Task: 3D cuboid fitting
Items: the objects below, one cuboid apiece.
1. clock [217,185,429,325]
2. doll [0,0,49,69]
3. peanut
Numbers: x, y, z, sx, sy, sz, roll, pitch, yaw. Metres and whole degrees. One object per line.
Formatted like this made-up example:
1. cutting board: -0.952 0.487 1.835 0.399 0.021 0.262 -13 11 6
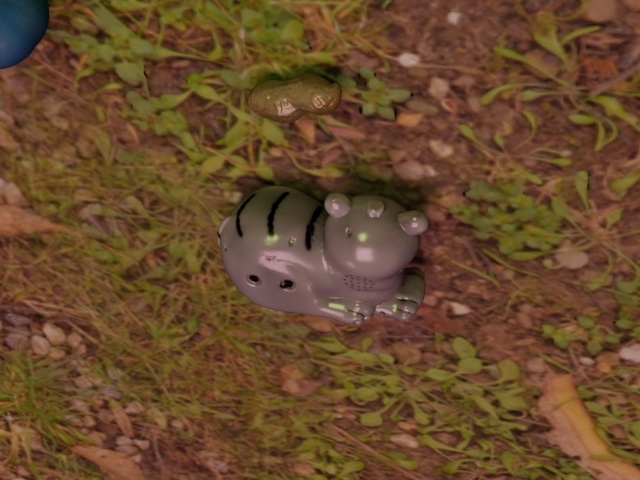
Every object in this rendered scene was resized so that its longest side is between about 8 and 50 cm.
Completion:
1. clock: 0.000 0.000 1.412 0.176 0.080 0.117 10 140 9
2. doll: -0.337 -0.242 1.241 0.199 0.145 0.363 20 162 50
3. peanut: -0.019 -0.110 1.329 0.083 0.037 0.037 -6 135 39
